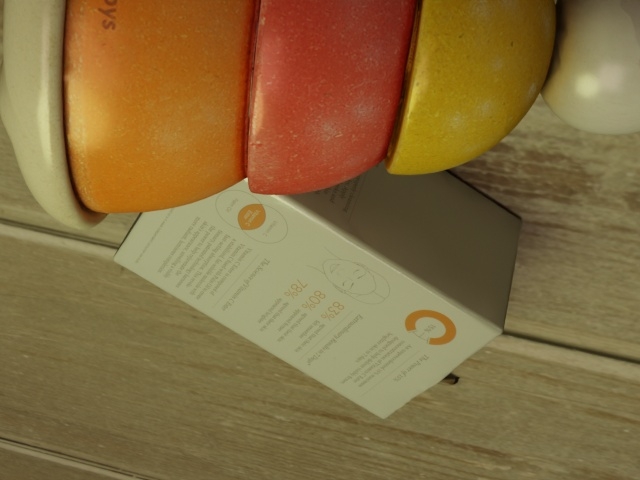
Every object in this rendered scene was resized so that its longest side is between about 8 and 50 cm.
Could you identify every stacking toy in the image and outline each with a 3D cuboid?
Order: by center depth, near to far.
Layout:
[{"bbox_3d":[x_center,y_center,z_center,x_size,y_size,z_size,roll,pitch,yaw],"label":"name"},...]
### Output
[{"bbox_3d":[0.043,-0.148,0.691,0.480,0.350,0.350,10,137,-2],"label":"stacking toy"}]

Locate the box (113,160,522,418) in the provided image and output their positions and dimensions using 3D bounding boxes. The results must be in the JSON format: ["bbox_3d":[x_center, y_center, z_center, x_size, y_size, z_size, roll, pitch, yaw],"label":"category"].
[{"bbox_3d":[0.000,0.000,0.980,0.345,0.168,0.215,32,136,-11],"label":"box"}]

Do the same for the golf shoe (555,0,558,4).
[{"bbox_3d":[0.215,-0.252,0.734,0.086,0.069,0.176,37,137,15],"label":"golf shoe"}]
